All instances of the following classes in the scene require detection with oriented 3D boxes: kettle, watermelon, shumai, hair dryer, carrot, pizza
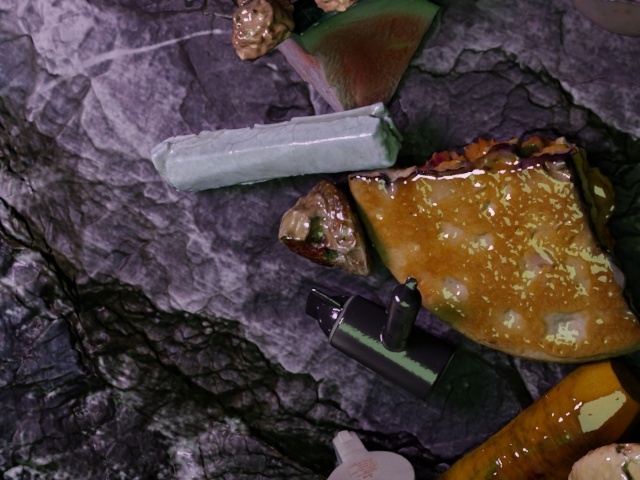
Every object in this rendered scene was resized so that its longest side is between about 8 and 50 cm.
[{"bbox_3d":[0.081,0.372,1.832,0.160,0.210,0.243,-18,120,-4],"label":"kettle"},{"bbox_3d":[0.041,-0.242,1.746,0.207,0.136,0.202,-13,143,-5],"label":"watermelon"},{"bbox_3d":[0.005,-0.008,1.776,0.105,0.139,0.123,-14,124,9],"label":"shumai"},{"bbox_3d":[0.074,0.084,1.747,0.195,0.078,0.248,29,155,9],"label":"hair dryer"},{"bbox_3d":[0.268,0.258,1.776,0.114,0.114,0.302,48,116,1],"label":"carrot"},{"bbox_3d":[0.221,-0.004,1.714,0.409,0.114,0.277,23,113,10],"label":"pizza"}]

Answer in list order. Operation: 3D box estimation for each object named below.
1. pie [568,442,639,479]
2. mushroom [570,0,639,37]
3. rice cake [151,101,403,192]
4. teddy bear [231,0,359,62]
[{"bbox_3d":[0.436,0.312,1.643,0.339,0.339,0.083,11,69,16],"label":"pie"},{"bbox_3d":[0.353,-0.283,1.589,0.188,0.141,0.117,11,143,20],"label":"mushroom"},{"bbox_3d":[-0.062,-0.109,1.780,0.336,0.063,0.066,-6,131,28],"label":"rice cake"},{"bbox_3d":[-0.058,-0.375,1.631,0.246,0.296,0.222,-26,121,14],"label":"teddy bear"}]
